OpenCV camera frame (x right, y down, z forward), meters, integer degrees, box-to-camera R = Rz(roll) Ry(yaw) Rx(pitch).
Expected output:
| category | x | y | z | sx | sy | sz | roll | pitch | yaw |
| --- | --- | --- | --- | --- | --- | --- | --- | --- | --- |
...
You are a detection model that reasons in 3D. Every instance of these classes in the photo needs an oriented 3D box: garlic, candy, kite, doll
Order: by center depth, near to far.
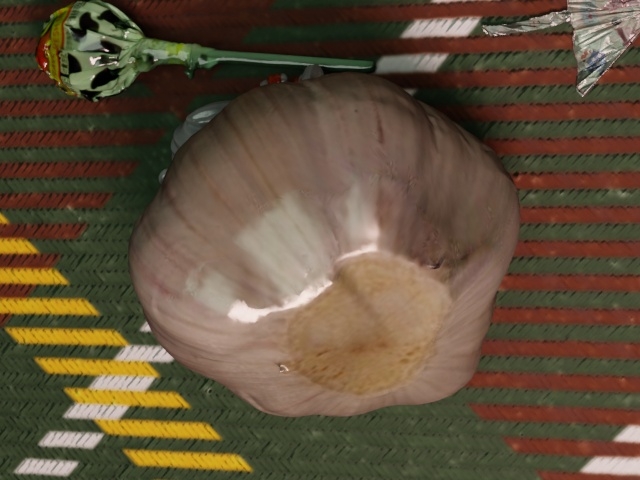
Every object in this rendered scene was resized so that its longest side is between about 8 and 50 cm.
| category | x | y | z | sx | sy | sz | roll | pitch | yaw |
| --- | --- | --- | --- | --- | --- | --- | --- | --- | --- |
| garlic | 0.000 | 0.000 | 1.222 | 0.317 | 0.259 | 0.317 | -5 | 117 | -9 |
| kite | 0.210 | -0.188 | 1.256 | 0.157 | 0.011 | 0.139 | -8 | 94 | 18 |
| doll | -0.066 | -0.095 | 1.328 | 0.180 | 0.094 | 0.079 | -29 | 45 | 16 |
| candy | -0.102 | -0.160 | 1.339 | 0.305 | 0.083 | 0.091 | 6 | 141 | 7 |
